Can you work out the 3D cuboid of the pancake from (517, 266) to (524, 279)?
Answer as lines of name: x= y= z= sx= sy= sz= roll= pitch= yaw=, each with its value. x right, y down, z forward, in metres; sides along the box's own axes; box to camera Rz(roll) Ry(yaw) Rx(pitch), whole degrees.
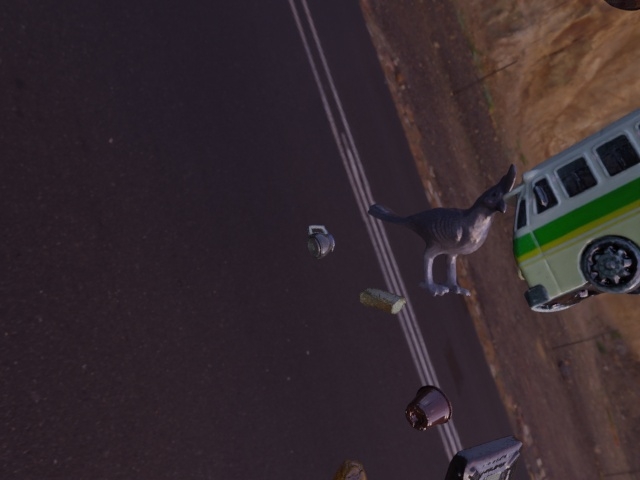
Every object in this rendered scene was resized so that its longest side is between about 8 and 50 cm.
pancake: x=0.540 y=0.046 z=1.313 sx=0.116 sy=0.129 sz=0.022 roll=-5 pitch=38 yaw=-31

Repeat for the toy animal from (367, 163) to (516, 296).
toy animal: x=0.221 y=0.002 z=0.963 sx=0.081 sy=0.367 sz=0.205 roll=-3 pitch=85 yaw=-31

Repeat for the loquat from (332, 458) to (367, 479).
loquat: x=0.094 y=0.747 z=1.626 sx=0.113 sy=0.137 sz=0.137 roll=13 pitch=46 yaw=-7

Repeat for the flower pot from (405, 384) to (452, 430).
flower pot: x=0.275 y=0.446 z=1.374 sx=0.089 sy=0.111 sz=0.111 roll=-16 pitch=84 yaw=-48

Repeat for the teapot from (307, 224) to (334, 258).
teapot: x=0.000 y=0.000 z=1.342 sx=0.057 sy=0.066 sz=0.088 roll=-17 pitch=79 yaw=-32

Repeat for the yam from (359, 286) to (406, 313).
yam: x=0.205 y=0.198 z=1.757 sx=0.070 sy=0.147 sz=0.069 roll=-42 pitch=140 yaw=-49

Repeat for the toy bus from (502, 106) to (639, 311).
toy bus: x=0.324 y=-0.042 z=0.521 sx=0.134 sy=0.276 sz=0.164 roll=10 pitch=56 yaw=-50

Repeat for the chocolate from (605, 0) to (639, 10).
chocolate: x=0.384 y=-0.374 z=0.643 sx=0.125 sy=0.148 sz=0.080 roll=28 pitch=18 yaw=16

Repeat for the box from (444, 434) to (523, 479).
box: x=0.490 y=0.750 z=1.618 sx=0.289 sy=0.073 sz=0.290 roll=0 pitch=109 yaw=-33
